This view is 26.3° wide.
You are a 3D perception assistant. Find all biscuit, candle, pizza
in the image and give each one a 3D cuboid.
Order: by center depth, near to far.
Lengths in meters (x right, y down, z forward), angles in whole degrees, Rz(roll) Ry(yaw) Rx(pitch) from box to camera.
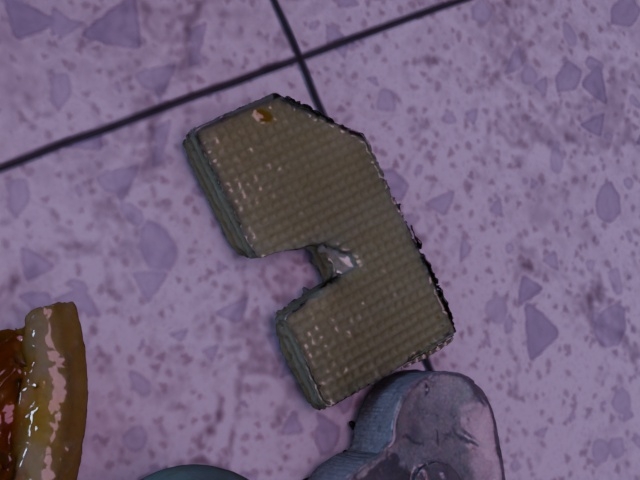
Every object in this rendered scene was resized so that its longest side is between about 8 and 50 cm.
[{"bbox_3d":[-0.268,0.185,0.896,0.182,0.074,0.365,40,65,-13],"label":"pizza"},{"bbox_3d":[0.080,0.206,1.090,0.168,0.068,0.192,43,67,-17],"label":"candle"},{"bbox_3d":[0.000,0.000,1.096,0.147,0.046,0.250,-29,96,-29],"label":"biscuit"}]

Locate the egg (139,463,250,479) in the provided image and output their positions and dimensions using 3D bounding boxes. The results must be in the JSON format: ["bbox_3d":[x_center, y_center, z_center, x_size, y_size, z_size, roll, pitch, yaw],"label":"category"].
[{"bbox_3d":[-0.109,0.262,0.915,0.169,0.169,0.236,39,64,-17],"label":"egg"}]
